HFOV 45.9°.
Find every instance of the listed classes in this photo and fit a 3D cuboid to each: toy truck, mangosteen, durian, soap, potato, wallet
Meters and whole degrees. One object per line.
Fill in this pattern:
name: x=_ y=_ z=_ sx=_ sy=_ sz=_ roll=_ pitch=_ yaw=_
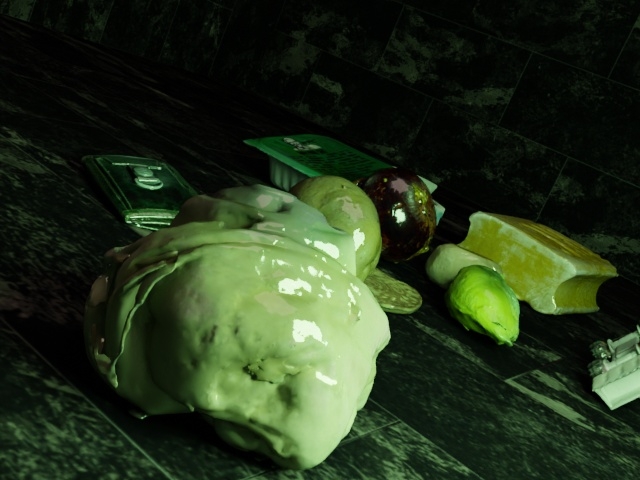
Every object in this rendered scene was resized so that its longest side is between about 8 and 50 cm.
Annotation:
toy truck: x=0.531 y=0.213 z=1.268 sx=0.111 sy=0.136 sz=0.286 roll=57 pitch=25 yaw=7
mangosteen: x=0.128 y=-0.046 z=1.541 sx=0.217 sy=0.192 sz=0.192 roll=-15 pitch=-12 yaw=35
durian: x=0.288 y=0.107 z=1.315 sx=0.139 sy=0.101 sz=0.250 roll=26 pitch=13 yaw=10
soap: x=0.514 y=0.056 z=1.808 sx=0.293 sy=0.156 sz=0.335 roll=38 pitch=20 yaw=33
potato: x=0.000 y=0.000 z=1.076 sx=0.160 sy=0.178 sz=0.235 roll=41 pitch=-18 yaw=-13
wallet: x=-0.273 y=-0.077 z=1.200 sx=0.160 sy=0.055 sz=0.236 roll=5 pitch=22 yaw=-36

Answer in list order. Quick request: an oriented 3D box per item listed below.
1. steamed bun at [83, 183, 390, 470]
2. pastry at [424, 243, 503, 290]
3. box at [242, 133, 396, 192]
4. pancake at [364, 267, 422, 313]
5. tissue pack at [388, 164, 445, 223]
steamed bun: x=-0.059 y=0.052 z=0.712 sx=0.268 sy=0.207 sz=0.280 roll=26 pitch=12 yaw=13
pastry: x=0.289 y=0.063 z=1.525 sx=0.156 sy=0.092 sz=0.156 roll=26 pitch=6 yaw=-3
box: x=0.012 y=-0.147 z=1.762 sx=0.264 sy=0.106 sz=0.336 roll=-11 pitch=31 yaw=-43
pancake: x=0.063 y=0.061 z=1.271 sx=0.212 sy=0.029 sz=0.235 roll=10 pitch=19 yaw=-44
tissue pack: x=0.185 y=-0.114 z=1.913 sx=0.229 sy=0.145 sz=0.159 roll=14 pitch=16 yaw=-37
